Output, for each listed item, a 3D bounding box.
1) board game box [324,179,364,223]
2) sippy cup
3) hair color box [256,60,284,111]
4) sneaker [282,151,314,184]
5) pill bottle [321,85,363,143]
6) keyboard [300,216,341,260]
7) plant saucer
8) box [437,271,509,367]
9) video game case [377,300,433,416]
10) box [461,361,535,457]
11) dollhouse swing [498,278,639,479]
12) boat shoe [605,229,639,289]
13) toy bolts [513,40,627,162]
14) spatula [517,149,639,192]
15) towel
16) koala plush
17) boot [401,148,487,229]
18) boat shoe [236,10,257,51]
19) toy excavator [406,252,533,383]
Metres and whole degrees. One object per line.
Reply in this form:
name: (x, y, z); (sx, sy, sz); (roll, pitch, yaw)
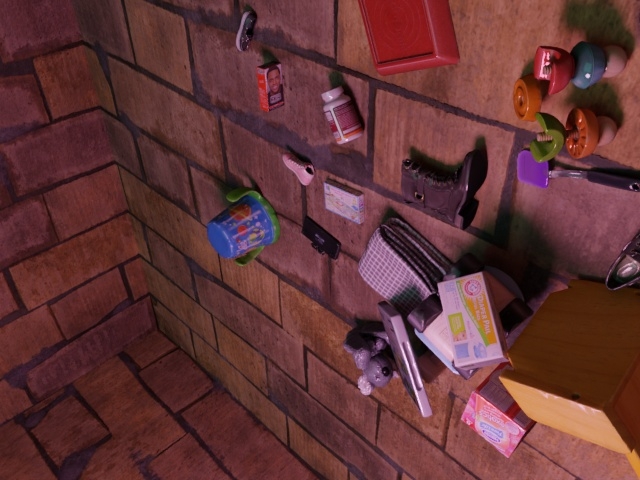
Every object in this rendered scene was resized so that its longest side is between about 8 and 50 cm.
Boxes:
board game box: (0.077, -0.127, 1.900); (0.154, 0.026, 0.103); (27, 136, 37)
sippy cup: (-0.316, -0.046, 2.287); (0.240, 0.224, 0.306); (-9, 110, 54)
hair color box: (-0.160, -0.494, 1.864); (0.043, 0.072, 0.141); (29, 138, 36)
sneaker: (-0.069, -0.256, 1.961); (0.134, 0.051, 0.070); (51, 144, 3)
pill bottle: (0.060, -0.364, 1.677); (0.086, 0.086, 0.152); (-4, 113, 53)
keyboard: (0.000, 0.000, 2.107); (0.180, 0.023, 0.108); (40, 136, 26)
plant saucer: (0.194, -0.535, 1.406); (0.259, 0.047, 0.258); (7, 122, 48)
box: (0.360, 0.189, 1.363); (0.114, 0.103, 0.203); (-18, 67, 21)
video game case: (0.252, 0.347, 1.776); (0.329, 0.036, 0.300); (-157, 49, -88)
box: (0.521, 0.388, 1.507); (0.154, 0.300, 0.142); (36, 141, 28)
dollhouse swing: (0.638, 0.324, 1.283); (0.315, 0.347, 0.305); (10, 134, 48)
boat shoe: (0.680, 0.033, 1.222); (0.080, 0.073, 0.224); (42, 144, 21)
toy bolts: (0.506, -0.302, 1.167); (0.228, 0.158, 0.218); (82, -179, -47)
spatula: (0.560, -0.143, 1.271); (0.296, 0.030, 0.084); (17, 127, 44)
towel: (0.254, 0.099, 1.774); (0.284, 0.121, 0.235); (45, 145, 18)
koala plush: (0.193, 0.426, 2.074); (0.203, 0.196, 0.221); (7, 123, 63)
boot: (0.306, -0.159, 1.527); (0.229, 0.091, 0.263); (34, 142, 30)
boat shoe: (-0.234, -0.659, 1.847); (0.040, 0.049, 0.142); (44, 142, 18)
toy excavator: (0.401, 0.264, 1.659); (0.222, 0.445, 0.433); (45, 103, 21)
